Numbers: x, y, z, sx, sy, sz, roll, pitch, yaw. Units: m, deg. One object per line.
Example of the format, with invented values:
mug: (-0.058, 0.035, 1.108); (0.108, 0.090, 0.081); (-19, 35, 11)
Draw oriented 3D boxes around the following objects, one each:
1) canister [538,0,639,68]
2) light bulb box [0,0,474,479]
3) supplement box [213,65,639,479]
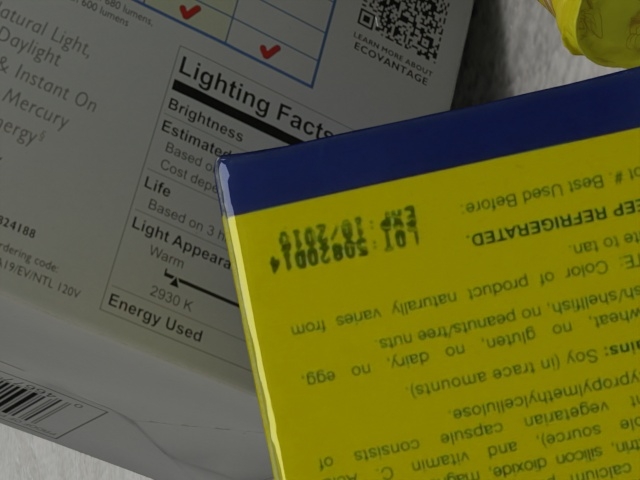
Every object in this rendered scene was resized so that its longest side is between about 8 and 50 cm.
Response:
canister: (0.143, -0.186, 1.057); (0.170, 0.073, 0.126); (-123, 42, -53)
light bulb box: (-0.126, -0.080, 1.177); (0.225, 0.358, 0.361); (-28, 43, 57)
supplement box: (0.092, 0.121, 0.876); (0.195, 0.194, 0.356); (15, -116, -83)
